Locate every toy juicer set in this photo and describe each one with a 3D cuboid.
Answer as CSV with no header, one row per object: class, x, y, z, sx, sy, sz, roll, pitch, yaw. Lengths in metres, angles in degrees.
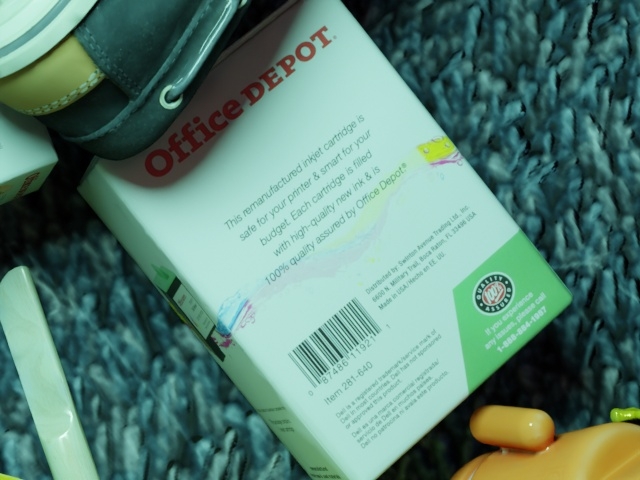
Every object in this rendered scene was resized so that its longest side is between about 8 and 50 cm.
toy juicer set,-0.250,0.191,1.137,0.329,0.089,0.209,-40,94,-17

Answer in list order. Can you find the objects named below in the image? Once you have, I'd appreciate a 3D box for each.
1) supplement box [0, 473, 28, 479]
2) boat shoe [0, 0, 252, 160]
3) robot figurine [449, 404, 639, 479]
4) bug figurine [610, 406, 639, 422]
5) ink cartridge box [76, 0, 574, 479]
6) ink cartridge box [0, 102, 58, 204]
supplement box,-0.061,0.289,1.087,0.357,0.195,0.194,25,77,-24
boat shoe,-0.059,-0.261,1.143,0.156,0.187,0.500,47,60,-33
robot figurine,0.162,0.190,1.191,0.158,0.219,0.128,33,56,-26
bug figurine,0.363,0.164,1.316,0.279,0.072,0.216,-9,85,-16
ink cartridge box,0.000,0.000,1.214,0.201,0.117,0.278,-40,95,-16
ink cartridge box,-0.275,-0.065,1.143,0.176,0.128,0.127,-25,90,-16
